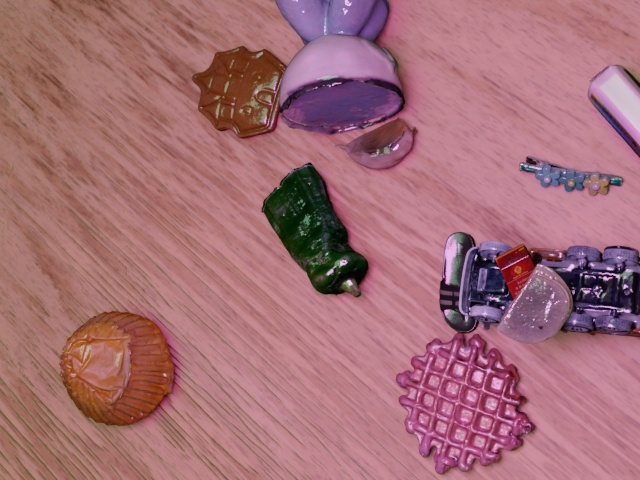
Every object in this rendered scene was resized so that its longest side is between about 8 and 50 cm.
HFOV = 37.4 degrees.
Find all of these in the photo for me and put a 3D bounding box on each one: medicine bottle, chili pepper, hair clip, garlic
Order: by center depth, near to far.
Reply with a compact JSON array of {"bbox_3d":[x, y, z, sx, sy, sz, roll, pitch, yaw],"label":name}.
[{"bbox_3d":[0.529,-0.182,1.535,0.078,0.115,0.219,-40,71,12],"label":"medicine bottle"},{"bbox_3d":[0.424,-0.106,1.615,0.173,0.049,0.049,15,89,23],"label":"hair clip"},{"bbox_3d":[0.111,-0.168,1.745,0.152,0.066,0.084,-27,47,14],"label":"garlic"},{"bbox_3d":[0.000,0.000,1.746,0.136,0.099,0.270,-36,67,6],"label":"chili pepper"}]

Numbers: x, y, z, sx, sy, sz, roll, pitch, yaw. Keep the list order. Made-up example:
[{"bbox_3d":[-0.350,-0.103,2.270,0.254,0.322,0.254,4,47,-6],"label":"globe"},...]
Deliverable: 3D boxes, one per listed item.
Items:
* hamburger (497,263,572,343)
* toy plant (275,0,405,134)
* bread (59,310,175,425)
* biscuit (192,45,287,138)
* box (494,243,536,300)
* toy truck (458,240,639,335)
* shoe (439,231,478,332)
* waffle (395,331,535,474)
[{"bbox_3d":[0.332,0.104,1.427,0.084,0.054,0.121,31,97,9],"label":"hamburger"},{"bbox_3d":[0.025,-0.387,1.722,0.247,0.247,0.332,-10,76,22],"label":"toy plant"},{"bbox_3d":[-0.412,0.251,1.868,0.240,0.139,0.240,-4,80,25],"label":"bread"},{"bbox_3d":[-0.169,-0.301,1.890,0.215,0.034,0.182,17,90,24],"label":"biscuit"},{"bbox_3d":[0.313,0.052,1.480,0.051,0.023,0.082,-28,62,15],"label":"box"},{"bbox_3d":[0.392,0.088,1.536,0.305,0.162,0.136,3,74,29],"label":"toy truck"},{"bbox_3d":[0.240,0.072,1.662,0.071,0.049,0.179,-2,83,24],"label":"shoe"},{"bbox_3d":[0.241,0.277,1.632,0.221,0.055,0.234,-28,73,17],"label":"waffle"}]
